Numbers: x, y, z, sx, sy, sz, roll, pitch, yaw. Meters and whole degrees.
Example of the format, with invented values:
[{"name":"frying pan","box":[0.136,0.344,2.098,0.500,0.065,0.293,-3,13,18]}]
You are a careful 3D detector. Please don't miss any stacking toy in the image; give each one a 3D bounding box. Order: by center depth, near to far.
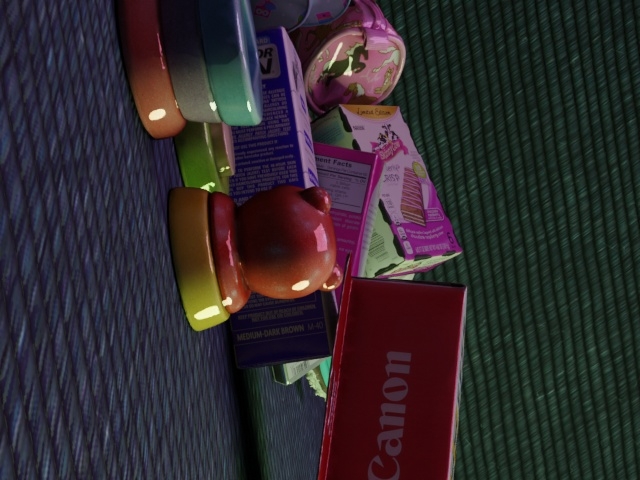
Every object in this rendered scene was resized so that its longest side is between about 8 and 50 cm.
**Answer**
[{"name":"stacking toy","box":[-0.068,-0.114,1.121,0.279,0.130,0.309,-94,175,-59]}]

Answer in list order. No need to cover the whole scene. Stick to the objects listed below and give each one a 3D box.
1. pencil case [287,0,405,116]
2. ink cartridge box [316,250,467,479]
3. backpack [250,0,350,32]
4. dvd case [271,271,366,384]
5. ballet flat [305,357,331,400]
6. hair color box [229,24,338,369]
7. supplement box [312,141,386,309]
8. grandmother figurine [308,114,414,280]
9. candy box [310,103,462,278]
[{"name":"pencil case","box":[-0.010,-0.343,1.923,0.167,0.160,0.386,74,-7,-49]},{"name":"ink cartridge box","box":[0.073,0.204,1.353,0.272,0.130,0.309,81,15,-63]},{"name":"backpack","box":[-0.053,-0.300,1.417,0.144,0.188,0.165,-95,176,-58]},{"name":"dvd case","box":[-0.011,0.039,1.693,0.179,0.030,0.238,-30,119,-42]},{"name":"ballet flat","box":[-0.009,0.111,1.959,0.409,0.147,0.147,82,0,-60]},{"name":"hair color box","box":[-0.054,-0.039,1.417,0.185,0.110,0.338,40,43,-84]},{"name":"supplement box","box":[0.000,0.000,1.562,0.111,0.114,0.220,22,81,-81]},{"name":"grandmother figurine","box":[0.023,-0.066,1.916,0.342,0.104,0.208,57,20,2]},{"name":"candy box","box":[0.088,-0.069,1.829,0.159,0.071,0.233,-8,71,-55]}]
